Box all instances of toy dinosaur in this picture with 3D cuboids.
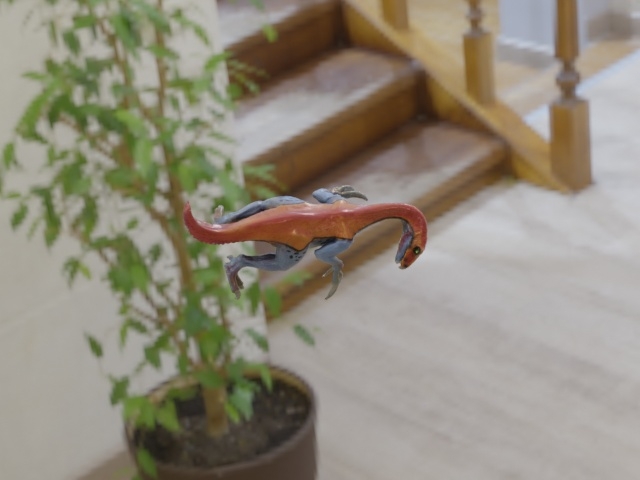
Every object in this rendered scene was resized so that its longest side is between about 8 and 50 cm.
[{"bbox_3d":[0.000,0.000,0.592,0.082,0.047,0.090,-12,-4,15],"label":"toy dinosaur"}]
